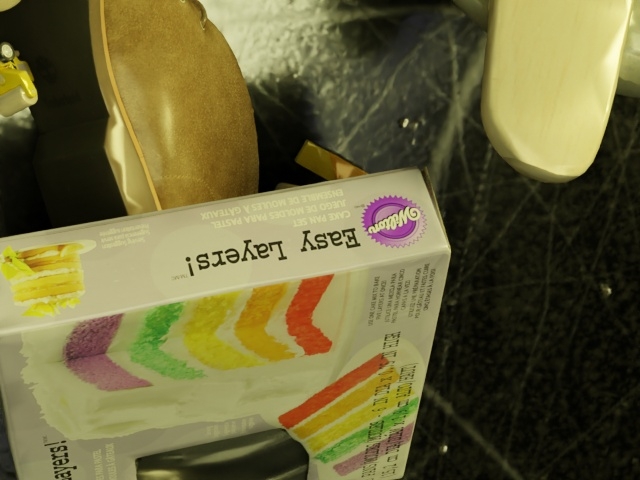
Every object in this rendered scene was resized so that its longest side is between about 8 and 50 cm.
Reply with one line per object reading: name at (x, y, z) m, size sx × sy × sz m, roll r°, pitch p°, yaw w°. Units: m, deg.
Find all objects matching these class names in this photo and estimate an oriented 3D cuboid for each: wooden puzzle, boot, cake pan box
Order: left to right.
boot at (-0.117, -0.128, 0.878) m, size 0.115 × 0.112 × 0.305 m, roll -25°, pitch 110°, yaw -38°
cake pan box at (-0.062, 0.078, 0.888) m, size 0.245 × 0.070 × 0.267 m, roll -8°, pitch 145°, yaw -12°
wooden puzzle at (0.000, 0.000, 0.975) m, size 0.078 × 0.014 × 0.116 m, roll 18°, pitch 101°, yaw -14°

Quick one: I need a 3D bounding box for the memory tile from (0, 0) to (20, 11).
memory tile at (-0.205, -0.187, 0.783) m, size 0.113 × 0.012 × 0.148 m, roll -9°, pitch 105°, yaw -29°

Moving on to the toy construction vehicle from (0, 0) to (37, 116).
toy construction vehicle at (-0.195, -0.111, 0.859) m, size 0.086 × 0.035 × 0.098 m, roll -26°, pitch 95°, yaw 34°

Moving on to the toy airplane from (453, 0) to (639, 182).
toy airplane at (0.175, -0.272, 0.833) m, size 0.386 × 0.272 × 0.384 m, roll -35°, pitch 74°, yaw 7°
